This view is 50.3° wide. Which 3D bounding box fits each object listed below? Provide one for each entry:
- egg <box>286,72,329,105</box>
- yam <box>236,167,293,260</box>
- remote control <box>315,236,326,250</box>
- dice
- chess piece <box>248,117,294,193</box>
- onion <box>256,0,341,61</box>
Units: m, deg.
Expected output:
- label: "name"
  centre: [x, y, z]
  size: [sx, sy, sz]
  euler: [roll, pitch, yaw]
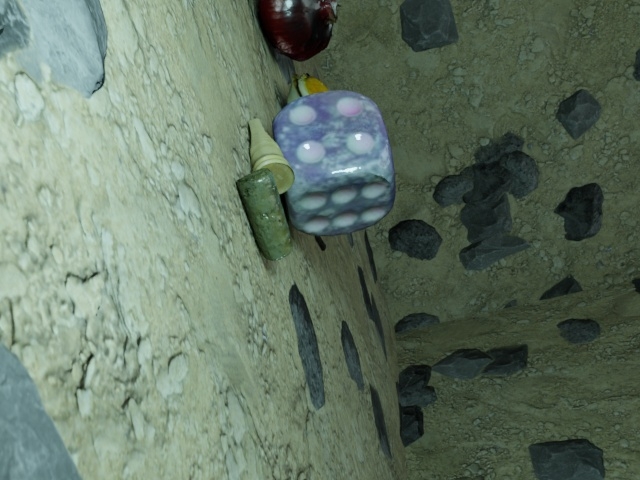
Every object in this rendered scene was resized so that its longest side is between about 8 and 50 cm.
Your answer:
- label: "egg"
  centre: [-0.024, -0.366, 2.122]
  size: [0.286, 0.174, 0.264]
  euler: [41, 27, -31]
- label: "yam"
  centre: [-0.108, -0.053, 1.367]
  size: [0.078, 0.078, 0.179]
  euler: [-82, 156, -67]
- label: "remote control"
  centre: [0.000, 0.000, 2.144]
  size: [0.091, 0.016, 0.034]
  euler: [59, 24, -60]
- label: "dice"
  centre: [0.032, -0.188, 1.695]
  size: [0.270, 0.270, 0.271]
  euler: [83, -4, -58]
- label: "chess piece"
  centre: [-0.122, -0.193, 1.526]
  size: [0.200, 0.090, 0.090]
  euler: [-111, 179, -46]
- label: "onion"
  centre: [-0.059, -0.702, 2.075]
  size: [0.314, 0.232, 0.314]
  euler: [-19, 112, -58]
